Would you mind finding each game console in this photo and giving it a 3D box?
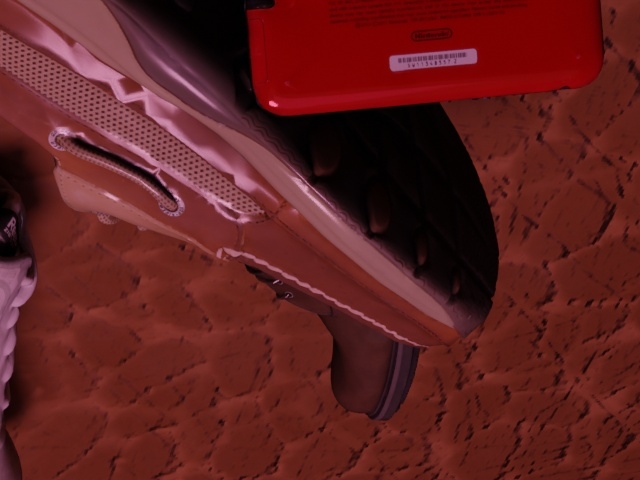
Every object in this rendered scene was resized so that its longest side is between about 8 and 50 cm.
[{"bbox_3d":[0.032,-0.117,0.779,0.144,0.085,0.124,-6,96,-11],"label":"game console"}]

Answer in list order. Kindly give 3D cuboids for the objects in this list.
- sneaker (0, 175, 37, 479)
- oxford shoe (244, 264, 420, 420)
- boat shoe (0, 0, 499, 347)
[{"bbox_3d":[-0.183,0.037,0.912,0.118,0.110,0.292,-23,139,-7],"label":"sneaker"},{"bbox_3d":[0.000,0.000,0.949,0.096,0.083,0.227,-11,126,-3],"label":"oxford shoe"},{"bbox_3d":[-0.062,-0.064,0.810,0.324,0.122,0.120,41,129,-21],"label":"boat shoe"}]
